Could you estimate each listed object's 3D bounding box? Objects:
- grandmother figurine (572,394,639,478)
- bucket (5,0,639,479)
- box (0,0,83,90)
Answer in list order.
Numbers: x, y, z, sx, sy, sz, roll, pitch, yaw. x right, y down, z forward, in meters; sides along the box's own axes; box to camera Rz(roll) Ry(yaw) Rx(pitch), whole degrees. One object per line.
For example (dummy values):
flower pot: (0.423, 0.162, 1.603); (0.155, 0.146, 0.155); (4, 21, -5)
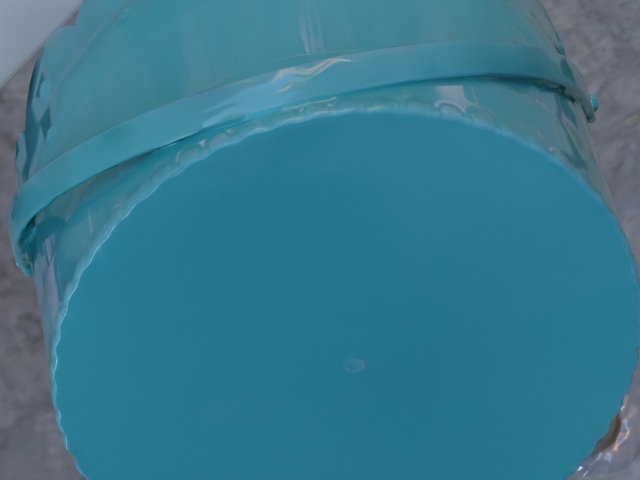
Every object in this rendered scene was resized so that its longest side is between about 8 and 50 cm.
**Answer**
grandmother figurine: (0.138, 0.108, 1.357); (0.342, 0.104, 0.208); (31, 94, -23)
bucket: (0.000, 0.000, 0.703); (0.281, 0.183, 0.281); (-5, 124, -7)
box: (-0.258, -0.207, 1.248); (0.121, 0.148, 0.311); (41, 113, -20)
